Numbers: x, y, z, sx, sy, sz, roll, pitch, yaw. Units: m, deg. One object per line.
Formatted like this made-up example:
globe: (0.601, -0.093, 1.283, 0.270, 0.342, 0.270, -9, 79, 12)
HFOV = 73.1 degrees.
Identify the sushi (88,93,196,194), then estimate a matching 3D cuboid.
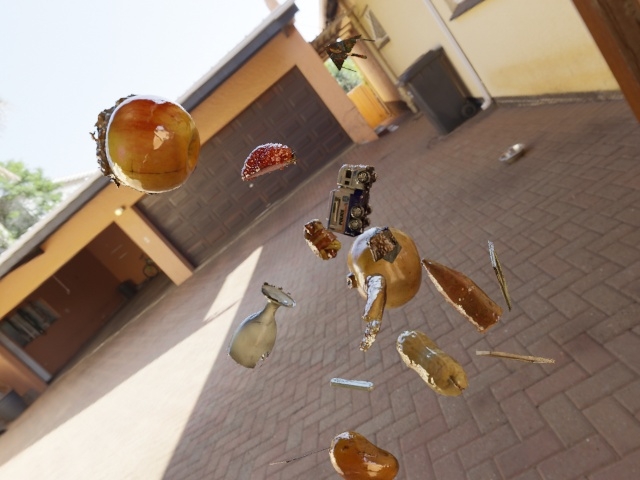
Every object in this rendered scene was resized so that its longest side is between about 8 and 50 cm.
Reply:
sushi: (-0.708, -0.387, 1.740, 0.417, 0.417, 0.176, -41, 36, -6)

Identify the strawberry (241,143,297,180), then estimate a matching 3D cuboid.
strawberry: (-0.220, -0.335, 1.767, 0.236, 0.107, 0.175, -18, -1, -10)

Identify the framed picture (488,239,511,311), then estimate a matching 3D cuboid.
framed picture: (0.689, 0.128, 1.655, 0.014, 0.197, 0.252, -19, 16, 23)

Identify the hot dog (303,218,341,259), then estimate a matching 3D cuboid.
hot dog: (0.000, 0.000, 2.050, 0.146, 0.213, 0.103, -48, -1, 31)

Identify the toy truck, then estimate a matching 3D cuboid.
toy truck: (0.115, -0.159, 1.639, 0.155, 0.268, 0.124, 14, 13, 23)

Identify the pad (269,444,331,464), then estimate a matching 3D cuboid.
pad: (-0.049, 0.706, 1.426, 0.202, 0.005, 0.300, -8, -25, -22)

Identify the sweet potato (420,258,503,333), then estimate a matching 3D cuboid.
sweet potato: (0.494, 0.178, 1.542, 0.131, 0.337, 0.131, -32, -28, -19)

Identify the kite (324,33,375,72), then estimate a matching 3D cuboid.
kite: (0.088, -0.641, 1.476, 0.183, 0.160, 0.010, 137, 135, -62)

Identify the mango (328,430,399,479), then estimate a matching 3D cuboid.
mango: (0.094, 0.504, 0.978, 0.105, 0.159, 0.084, -67, -19, -7)

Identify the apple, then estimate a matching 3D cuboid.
apple: (-0.489, -0.280, 1.279, 0.233, 0.286, 0.286, 6, 18, 0)

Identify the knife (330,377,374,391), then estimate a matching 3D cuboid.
knife: (0.116, 0.519, 1.559, 0.162, 0.023, 0.044, 0, 20, 22)

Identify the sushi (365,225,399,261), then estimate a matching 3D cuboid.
sushi: (0.191, 0.008, 1.380, 0.098, 0.084, 0.094, -34, 5, 2)

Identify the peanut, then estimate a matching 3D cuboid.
peanut: (0.366, 0.405, 1.434, 0.130, 0.130, 0.290, -41, 36, -6)

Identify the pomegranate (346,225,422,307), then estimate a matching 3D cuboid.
pomegranate: (0.309, 0.138, 2.146, 0.416, 0.417, 0.417, -37, 13, 10)

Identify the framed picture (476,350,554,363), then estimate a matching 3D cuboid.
framed picture: (0.643, 0.387, 1.438, 0.150, 0.203, 0.015, 79, -161, -75)

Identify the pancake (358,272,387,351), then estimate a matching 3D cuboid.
pancake: (0.132, 0.160, 1.106, 0.257, 0.056, 0.212, 100, -175, -58)

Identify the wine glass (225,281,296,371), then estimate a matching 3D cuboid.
wine glass: (-0.256, 0.373, 1.850, 0.357, 0.190, 0.190, -63, 11, 7)

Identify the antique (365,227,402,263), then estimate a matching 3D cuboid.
antique: (0.260, 0.021, 1.771, 0.088, 0.086, 0.183, -59, -28, -3)
